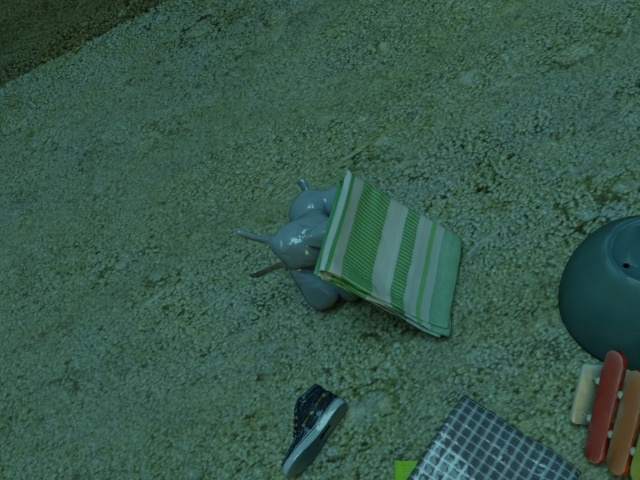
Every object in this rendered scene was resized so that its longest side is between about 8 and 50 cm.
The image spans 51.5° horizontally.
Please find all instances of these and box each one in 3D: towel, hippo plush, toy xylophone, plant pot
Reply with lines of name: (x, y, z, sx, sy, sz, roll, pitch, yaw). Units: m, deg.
towel: (0.150, 0.028, 1.330, 0.038, 0.325, 0.248, -28, 41, 52)
hippo plush: (0.000, 0.000, 1.482, 0.294, 0.234, 0.236, -7, 30, 10)
toy xylophone: (0.530, 0.279, 1.031, 0.081, 0.236, 0.323, 2, 7, -19)
towel: (0.257, 0.429, 1.085, 0.235, 0.121, 0.283, 31, 64, 20)
plant pot: (0.581, 0.067, 1.195, 0.290, 0.195, 0.290, -9, 56, 14)

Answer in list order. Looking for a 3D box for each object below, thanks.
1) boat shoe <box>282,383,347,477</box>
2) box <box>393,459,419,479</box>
boat shoe: (-0.031, 0.372, 1.306, 0.083, 0.065, 0.183, 26, 64, 33)
box: (0.183, 0.480, 1.165, 0.109, 0.042, 0.178, -6, 57, 17)
